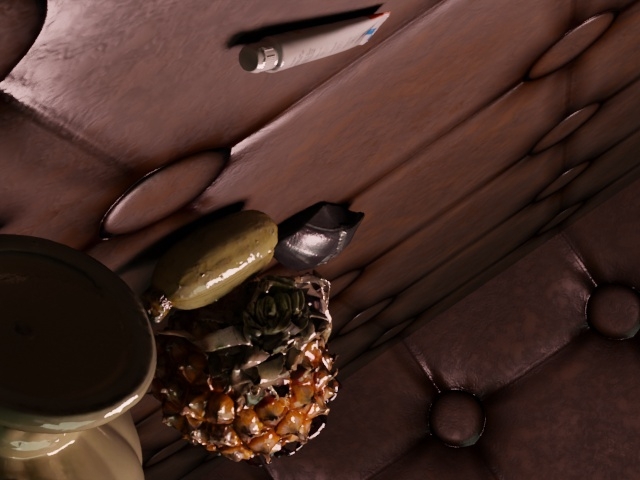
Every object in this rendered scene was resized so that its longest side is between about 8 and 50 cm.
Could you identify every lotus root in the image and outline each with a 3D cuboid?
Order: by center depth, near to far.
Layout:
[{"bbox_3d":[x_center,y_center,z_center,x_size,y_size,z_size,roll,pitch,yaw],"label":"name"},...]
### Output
[{"bbox_3d":[-0.128,0.025,1.484,0.183,0.077,0.090,-32,161,-24],"label":"lotus root"}]

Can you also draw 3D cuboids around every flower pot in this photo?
[{"bbox_3d":[-0.280,0.151,1.132,0.307,0.307,0.244,-20,146,-48],"label":"flower pot"}]

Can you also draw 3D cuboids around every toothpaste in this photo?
[{"bbox_3d":[-0.004,-0.174,1.158,0.190,0.031,0.048,-24,162,-50],"label":"toothpaste"}]

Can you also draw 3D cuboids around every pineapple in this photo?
[{"bbox_3d":[-0.075,0.121,1.600,0.262,0.262,0.272,-29,166,-22],"label":"pineapple"}]

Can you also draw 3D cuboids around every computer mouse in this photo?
[{"bbox_3d":[0.000,0.000,1.761,0.106,0.062,0.192,-39,165,26],"label":"computer mouse"}]
